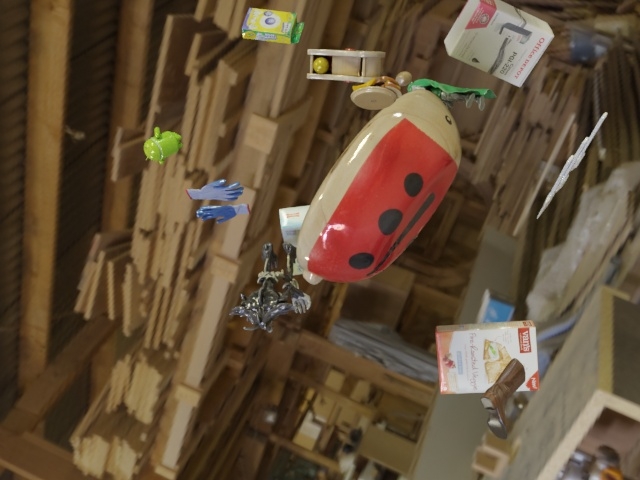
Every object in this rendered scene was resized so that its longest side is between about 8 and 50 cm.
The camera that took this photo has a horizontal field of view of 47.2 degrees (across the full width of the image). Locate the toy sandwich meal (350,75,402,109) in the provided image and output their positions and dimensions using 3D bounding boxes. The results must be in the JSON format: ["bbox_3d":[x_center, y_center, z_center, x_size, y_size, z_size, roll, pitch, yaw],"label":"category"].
[{"bbox_3d":[0.091,-0.247,1.224,0.085,0.085,0.029,86,-173,-75],"label":"toy sandwich meal"}]

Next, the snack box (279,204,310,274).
[{"bbox_3d":[0.000,0.000,1.913,0.322,0.187,0.060,85,178,-66],"label":"snack box"}]

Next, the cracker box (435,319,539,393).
[{"bbox_3d":[0.395,0.278,1.742,0.067,0.232,0.156,-45,-50,-77],"label":"cracker box"}]

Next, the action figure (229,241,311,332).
[{"bbox_3d":[-0.105,0.129,1.693,0.276,0.164,0.141,-77,-30,-46],"label":"action figure"}]

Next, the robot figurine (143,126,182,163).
[{"bbox_3d":[-0.449,-0.267,2.076,0.115,0.067,0.101,-32,-40,-32],"label":"robot figurine"}]

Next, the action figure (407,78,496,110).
[{"bbox_3d":[0.300,-0.362,1.807,0.137,0.232,0.063,3,-75,-39],"label":"action figure"}]

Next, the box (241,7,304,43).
[{"bbox_3d":[-0.146,-0.668,2.283,0.043,0.179,0.105,92,-172,-57],"label":"box"}]

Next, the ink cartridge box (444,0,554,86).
[{"bbox_3d":[0.448,-0.506,1.844,0.092,0.218,0.158,-92,25,-51],"label":"ink cartridge box"}]

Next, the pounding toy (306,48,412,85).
[{"bbox_3d":[0.095,-0.423,1.923,0.154,0.269,0.155,-37,-48,-66],"label":"pounding toy"}]

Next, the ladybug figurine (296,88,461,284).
[{"bbox_3d":[0.127,-0.085,1.449,0.449,0.162,0.305,-54,-24,1],"label":"ladybug figurine"}]

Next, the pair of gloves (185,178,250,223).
[{"bbox_3d":[-0.280,-0.107,2.032,0.198,0.159,0.023,74,-168,-59],"label":"pair of gloves"}]

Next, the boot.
[{"bbox_3d":[0.333,0.277,1.291,0.114,0.037,0.106,-40,-59,-36],"label":"boot"}]

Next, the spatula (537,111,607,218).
[{"bbox_3d":[0.505,-0.155,1.477,0.168,0.019,0.242,-48,-17,-16],"label":"spatula"}]
